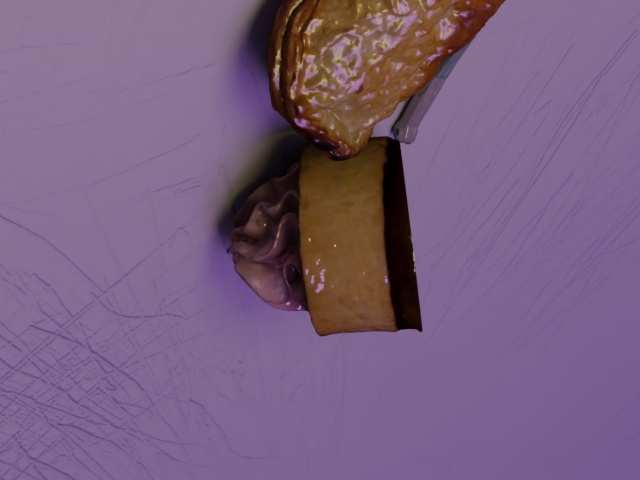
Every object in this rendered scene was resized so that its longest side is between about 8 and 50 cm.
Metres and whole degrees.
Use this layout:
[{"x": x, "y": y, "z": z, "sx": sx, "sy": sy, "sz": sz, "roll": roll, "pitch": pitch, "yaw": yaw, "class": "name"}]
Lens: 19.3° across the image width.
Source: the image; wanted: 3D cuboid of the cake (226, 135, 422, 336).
[{"x": 0.000, "y": 0.000, "z": 1.762, "sx": 0.178, "sy": 0.208, "sz": 0.185, "roll": -7, "pitch": 108, "yaw": -1, "class": "cake"}]

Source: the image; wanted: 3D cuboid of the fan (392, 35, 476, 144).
[{"x": 0.135, "y": -0.205, "z": 1.789, "sx": 0.023, "sy": 0.057, "sz": 0.282, "roll": -15, "pitch": 145, "yaw": -48, "class": "fan"}]

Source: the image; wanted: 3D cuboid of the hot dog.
[{"x": 0.058, "y": -0.199, "z": 1.652, "sx": 0.259, "sy": 0.114, "sz": 0.175, "roll": -47, "pitch": 141, "yaw": 4, "class": "hot dog"}]
